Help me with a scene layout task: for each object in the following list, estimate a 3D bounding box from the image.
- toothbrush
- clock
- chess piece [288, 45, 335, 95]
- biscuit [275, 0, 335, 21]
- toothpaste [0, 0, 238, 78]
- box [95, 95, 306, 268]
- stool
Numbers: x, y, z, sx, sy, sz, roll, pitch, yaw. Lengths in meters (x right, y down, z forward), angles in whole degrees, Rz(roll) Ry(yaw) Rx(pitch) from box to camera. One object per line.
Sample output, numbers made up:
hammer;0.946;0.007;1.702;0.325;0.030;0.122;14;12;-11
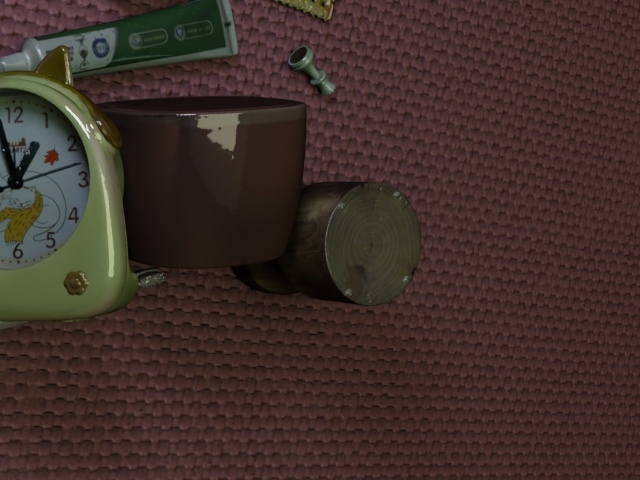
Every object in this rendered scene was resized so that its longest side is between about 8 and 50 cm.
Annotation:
toothbrush;-0.350;0.086;1.779;0.307;0.029;0.025;-17;109;-34
clock;-0.378;-0.069;1.619;0.117;0.286;0.348;4;85;-79
chess piece;-0.009;-0.263;2.011;0.093;0.042;0.042;44;67;-37
biscuit;-0.062;-0.439;1.974;0.231;0.016;0.139;14;84;-36
toothpaste;-0.280;-0.278;1.797;0.392;0.061;0.098;-19;103;-37
box;-0.169;-0.087;1.757;0.301;0.301;0.216;-8;105;-36
stool;0.000;0.000;1.887;0.179;0.264;0.179;-2;94;-36
